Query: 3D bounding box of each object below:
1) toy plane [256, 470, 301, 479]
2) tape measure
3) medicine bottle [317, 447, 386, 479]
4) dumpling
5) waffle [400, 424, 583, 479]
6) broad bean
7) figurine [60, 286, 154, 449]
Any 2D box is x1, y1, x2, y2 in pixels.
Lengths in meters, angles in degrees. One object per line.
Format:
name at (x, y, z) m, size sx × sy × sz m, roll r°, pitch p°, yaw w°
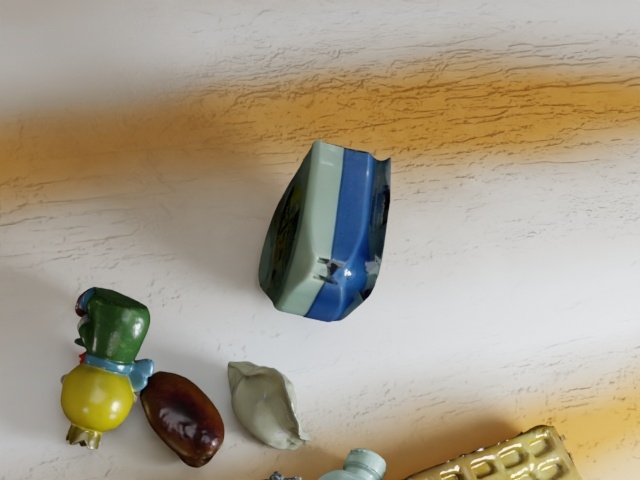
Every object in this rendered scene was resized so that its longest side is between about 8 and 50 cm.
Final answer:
toy plane at (-0.097, 0.388, 1.839) m, size 0.234 × 0.082 × 0.160 m, roll 5°, pitch 15°, yaw 12°
tape measure at (0.000, -0.001, 2.027) m, size 0.138 × 0.262 × 0.259 m, roll 19°, pitch 57°, yaw -15°
medicine bottle at (0.032, 0.432, 1.890) m, size 0.121 × 0.083 × 0.229 m, roll 23°, pitch 57°, yaw 9°
dumpling at (-0.085, 0.247, 1.930) m, size 0.099 × 0.134 × 0.169 m, roll -12°, pitch 63°, yaw -22°
waffle at (0.282, 0.442, 1.960) m, size 0.327 × 0.098 × 0.224 m, roll -15°, pitch 68°, yaw -26°
broad bean at (-0.218, 0.274, 1.902) m, size 0.165 × 0.084 × 0.114 m, roll 46°, pitch 23°, yaw 11°
figurine at (-0.348, 0.198, 1.894) m, size 0.127 × 0.185 × 0.234 m, roll 8°, pitch 97°, yaw -37°
